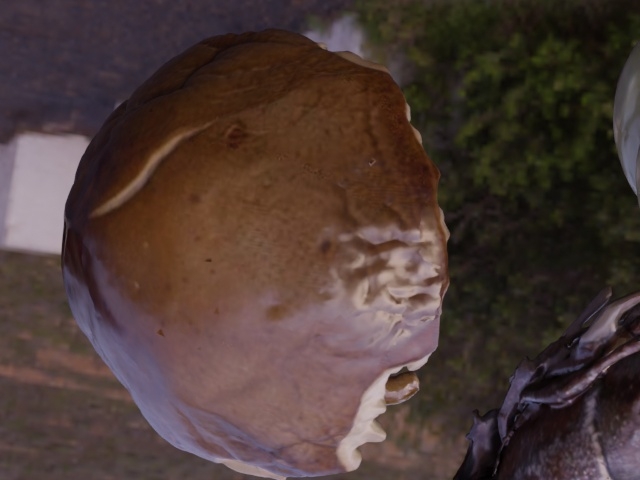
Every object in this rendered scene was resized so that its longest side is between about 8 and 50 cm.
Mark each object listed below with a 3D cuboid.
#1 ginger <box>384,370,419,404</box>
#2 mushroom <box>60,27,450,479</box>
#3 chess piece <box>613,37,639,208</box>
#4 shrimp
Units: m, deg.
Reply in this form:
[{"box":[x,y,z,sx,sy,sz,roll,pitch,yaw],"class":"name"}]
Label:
[{"box":[0.026,0.107,1.038,0.097,0.048,0.030,-14,-173,7],"class":"ginger"},{"box":[-0.023,-0.022,0.765,0.233,0.208,0.301,-34,-162,23],"class":"mushroom"},{"box":[0.242,0.020,0.615,0.182,0.182,0.330,8,-142,-3],"class":"chess piece"},{"box":[0.092,0.051,0.416,0.057,0.165,0.065,33,-149,-12],"class":"shrimp"}]
